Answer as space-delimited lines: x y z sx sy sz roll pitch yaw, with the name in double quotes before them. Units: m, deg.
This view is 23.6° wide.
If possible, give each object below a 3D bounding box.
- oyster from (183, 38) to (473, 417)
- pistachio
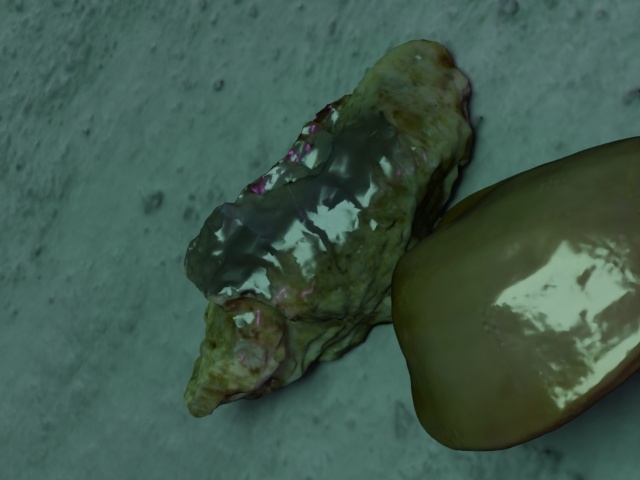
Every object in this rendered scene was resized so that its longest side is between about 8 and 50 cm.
"oyster" -0.003 -0.003 1.184 0.341 0.110 0.166 -41 66 6
"pistachio" 0.164 0.033 1.022 0.260 0.163 0.212 -31 45 37
